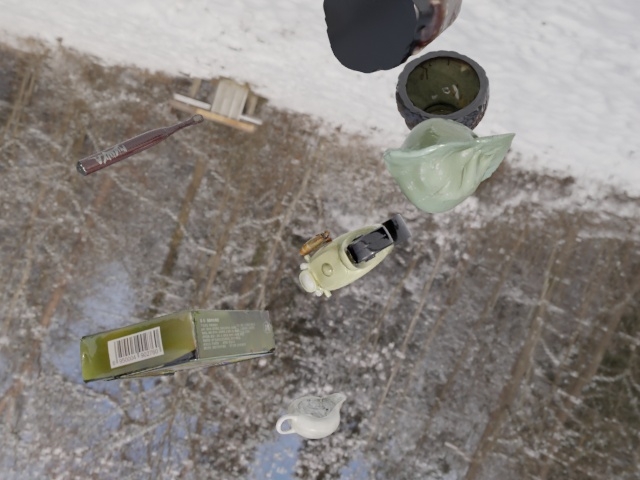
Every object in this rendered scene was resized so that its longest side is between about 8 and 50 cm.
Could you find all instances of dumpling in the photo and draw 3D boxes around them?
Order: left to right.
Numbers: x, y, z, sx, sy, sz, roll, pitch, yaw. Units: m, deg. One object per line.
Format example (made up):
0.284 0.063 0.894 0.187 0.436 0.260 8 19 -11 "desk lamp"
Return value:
0.292 -0.197 1.673 0.211 0.270 0.320 37 -136 12 "dumpling"

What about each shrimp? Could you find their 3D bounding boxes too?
0.000 0.000 1.702 0.091 0.127 0.025 -22 -101 -36 "shrimp"

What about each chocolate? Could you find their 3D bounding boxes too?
0.168 -0.503 1.509 0.210 0.225 0.340 -34 -169 -23 "chocolate"

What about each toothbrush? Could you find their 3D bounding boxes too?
-0.437 -0.246 1.766 0.041 0.041 0.364 28 -134 36 "toothbrush"

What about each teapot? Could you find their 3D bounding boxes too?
-0.028 0.482 1.924 0.226 0.092 0.145 -9 -156 -41 "teapot"

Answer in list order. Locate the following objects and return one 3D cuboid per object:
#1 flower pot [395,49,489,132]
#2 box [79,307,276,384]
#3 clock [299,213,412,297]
0.356 -0.375 2.098 0.266 0.267 0.267 24 158 19 "flower pot"
-0.383 0.292 1.975 0.373 0.138 0.420 -16 168 23 "box"
0.094 0.035 1.832 0.120 0.276 0.379 60 -159 5 "clock"
